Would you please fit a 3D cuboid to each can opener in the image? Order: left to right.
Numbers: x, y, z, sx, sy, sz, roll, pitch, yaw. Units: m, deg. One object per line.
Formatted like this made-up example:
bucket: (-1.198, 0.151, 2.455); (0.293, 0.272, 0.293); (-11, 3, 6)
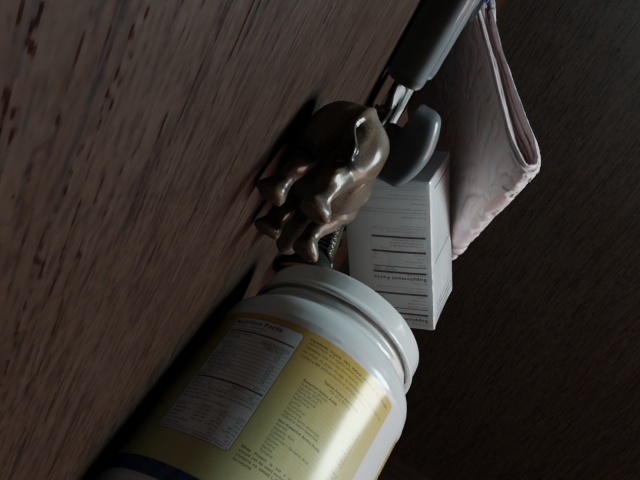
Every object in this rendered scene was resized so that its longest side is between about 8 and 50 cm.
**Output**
can opener: (0.121, -0.190, 0.853); (0.074, 0.093, 0.280); (-50, 168, -52)

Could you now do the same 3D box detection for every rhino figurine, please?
rhino figurine: (0.000, -0.039, 0.661); (0.106, 0.073, 0.243); (-52, 176, -16)

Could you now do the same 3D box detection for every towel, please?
towel: (0.229, -0.167, 1.242); (0.332, 0.053, 0.317); (115, -30, -64)

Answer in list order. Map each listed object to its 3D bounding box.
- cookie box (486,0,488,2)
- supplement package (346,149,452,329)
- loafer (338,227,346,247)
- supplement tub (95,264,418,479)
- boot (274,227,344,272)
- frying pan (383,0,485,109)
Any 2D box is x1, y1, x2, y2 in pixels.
cookie box: (0.247, -0.392, 1.052); (0.107, 0.040, 0.092); (-56, 175, -17)
supplement package: (0.124, -0.004, 1.204); (0.139, 0.134, 0.244); (-49, 139, -57)
loafer: (0.008, 0.001, 1.207); (0.148, 0.050, 0.056); (-56, 176, -9)
supplement tub: (-0.051, 0.199, 0.786); (0.316, 0.228, 0.228); (-53, 175, -37)
boot: (0.000, 0.000, 1.053); (0.137, 0.077, 0.198); (-61, -170, -7)
frying pan: (0.155, -0.269, 0.925); (0.326, 0.053, 0.197); (-61, 174, 14)
